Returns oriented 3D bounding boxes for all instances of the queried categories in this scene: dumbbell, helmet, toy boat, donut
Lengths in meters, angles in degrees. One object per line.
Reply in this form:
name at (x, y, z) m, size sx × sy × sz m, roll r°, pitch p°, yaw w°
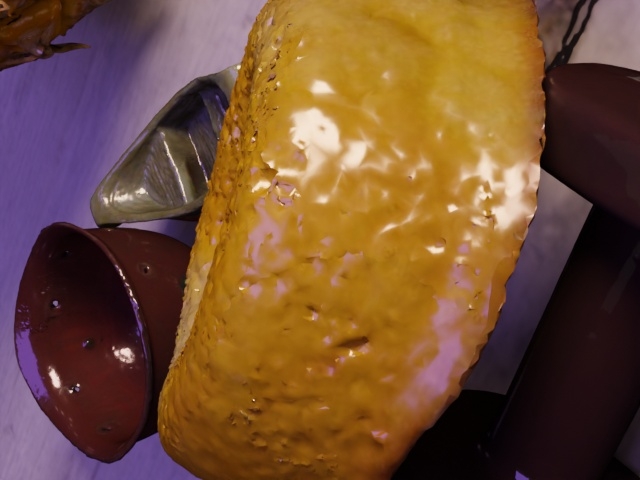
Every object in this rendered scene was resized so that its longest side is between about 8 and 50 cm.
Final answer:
dumbbell at (0.122, 0.045, 0.501) m, size 0.140 × 0.124 × 0.225 m, roll 39°, pitch 121°, yaw 34°
helmet at (-0.120, 0.060, 0.753) m, size 0.175 × 0.106 × 0.155 m, roll -29°, pitch 76°, yaw 47°
toy boat at (-0.075, -0.057, 0.717) m, size 0.185 × 0.071 × 0.089 m, roll -36°, pitch 71°, yaw 42°
donut at (-0.001, 0.002, 0.529) m, size 0.277 × 0.109 × 0.277 m, roll -166°, pitch 90°, yaw -81°

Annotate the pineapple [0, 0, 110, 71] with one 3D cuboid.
pineapple at (-0.252, -0.269, 0.699) m, size 0.352 × 0.352 × 0.300 m, roll 32°, pitch 127°, yaw 37°
